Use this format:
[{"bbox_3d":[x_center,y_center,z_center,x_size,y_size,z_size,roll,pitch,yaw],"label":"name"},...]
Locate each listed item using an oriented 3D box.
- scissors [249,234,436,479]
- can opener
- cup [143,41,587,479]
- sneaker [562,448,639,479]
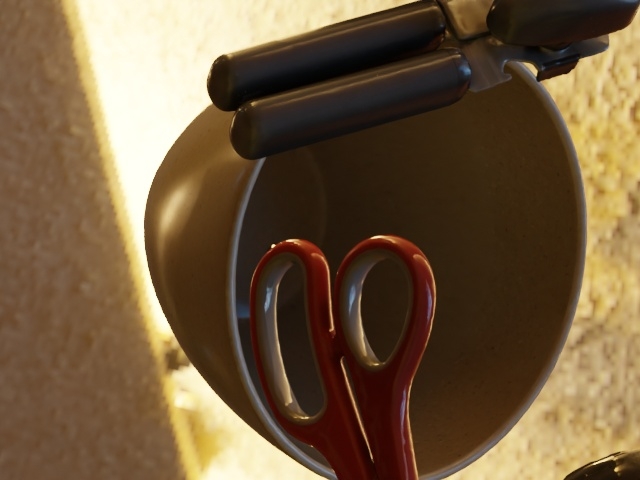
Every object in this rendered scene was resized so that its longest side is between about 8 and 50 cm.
[{"bbox_3d":[0.029,0.137,0.951,0.109,0.297,0.021,-17,-13,31],"label":"scissors"},{"bbox_3d":[0.065,-0.126,1.242,0.280,0.074,0.093,-18,-23,-17],"label":"can opener"},{"bbox_3d":[0.000,0.000,1.469,0.237,0.331,0.331,12,-30,52],"label":"cup"},{"bbox_3d":[0.159,0.206,0.675,0.109,0.130,0.286,-26,-93,8],"label":"sneaker"}]
